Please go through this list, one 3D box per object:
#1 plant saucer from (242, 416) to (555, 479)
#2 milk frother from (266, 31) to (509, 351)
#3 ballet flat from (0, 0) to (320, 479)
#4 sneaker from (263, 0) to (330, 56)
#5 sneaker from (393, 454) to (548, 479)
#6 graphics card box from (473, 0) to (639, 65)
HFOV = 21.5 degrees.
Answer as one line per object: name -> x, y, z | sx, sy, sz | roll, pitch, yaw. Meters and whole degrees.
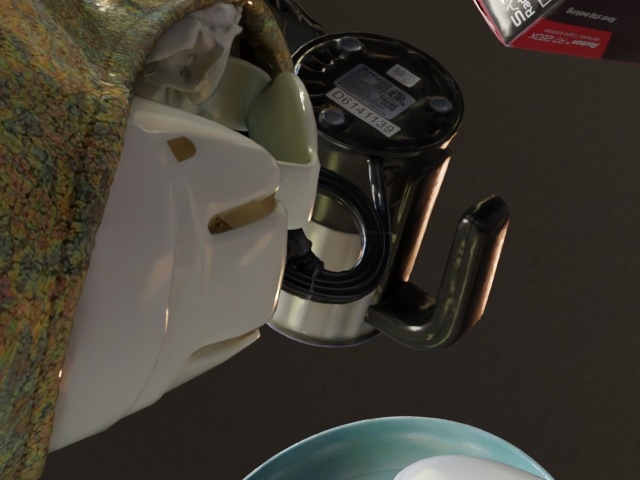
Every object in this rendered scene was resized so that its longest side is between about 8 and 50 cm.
plant saucer -> 0.045, 0.271, 1.215 | 0.318, 0.043, 0.317 | -10, -131, 12
milk frother -> 0.000, 0.000, 0.781 | 0.143, 0.134, 0.129 | -19, -127, -30
ballet flat -> -0.059, -0.015, 0.471 | 0.123, 0.123, 0.348 | 23, -162, -4
sneaker -> -0.082, -0.136, 1.009 | 0.106, 0.267, 0.101 | -44, -132, 7
sneaker -> 0.107, 0.121, 0.569 | 0.094, 0.091, 0.258 | -18, -152, -28
graphics card box -> 0.300, -0.265, 1.186 | 0.233, 0.371, 0.094 | 1, -124, -49
